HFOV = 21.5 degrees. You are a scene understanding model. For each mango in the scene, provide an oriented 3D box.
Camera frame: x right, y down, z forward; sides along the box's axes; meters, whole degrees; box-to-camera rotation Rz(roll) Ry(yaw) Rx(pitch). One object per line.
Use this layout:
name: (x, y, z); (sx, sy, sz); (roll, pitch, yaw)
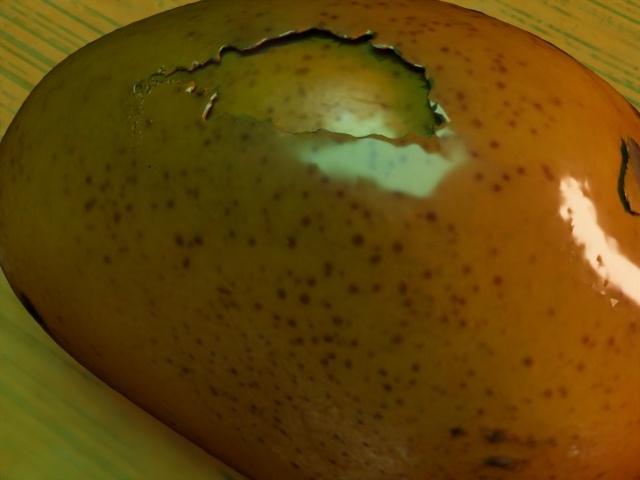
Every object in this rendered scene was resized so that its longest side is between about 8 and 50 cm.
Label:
mango: (0.000, 0.000, 0.599); (0.290, 0.191, 0.160); (11, 53, 24)
